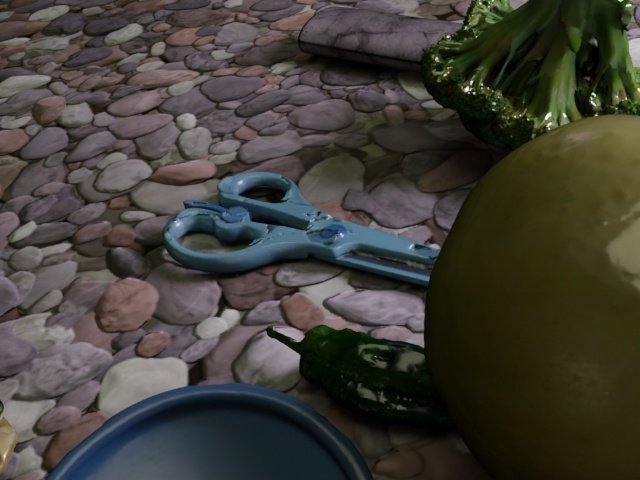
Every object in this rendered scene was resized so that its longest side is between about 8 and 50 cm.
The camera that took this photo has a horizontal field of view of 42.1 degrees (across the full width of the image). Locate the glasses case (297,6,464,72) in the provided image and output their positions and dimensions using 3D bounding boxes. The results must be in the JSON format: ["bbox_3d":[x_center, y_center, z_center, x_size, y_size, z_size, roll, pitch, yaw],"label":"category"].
[{"bbox_3d":[0.115,-0.292,1.232,0.299,0.060,0.114,17,45,31],"label":"glasses case"}]

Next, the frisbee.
[{"bbox_3d":[-0.090,0.236,0.603,0.289,0.049,0.290,-7,48,7],"label":"frisbee"}]

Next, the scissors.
[{"bbox_3d":[0.000,0.000,0.907,0.392,0.032,0.180,15,45,29],"label":"scissors"}]

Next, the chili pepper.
[{"bbox_3d":[0.069,0.105,0.732,0.278,0.065,0.122,3,30,14],"label":"chili pepper"}]

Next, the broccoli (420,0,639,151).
[{"bbox_3d":[0.253,-0.219,0.939,0.269,0.269,0.254,-18,55,-10],"label":"broccoli"}]

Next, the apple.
[{"bbox_3d":[0.203,0.084,0.557,0.257,0.295,0.233,-2,54,49],"label":"apple"}]

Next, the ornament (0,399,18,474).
[{"bbox_3d":[-0.388,0.178,0.755,0.180,0.059,0.201,-35,41,-27],"label":"ornament"}]
